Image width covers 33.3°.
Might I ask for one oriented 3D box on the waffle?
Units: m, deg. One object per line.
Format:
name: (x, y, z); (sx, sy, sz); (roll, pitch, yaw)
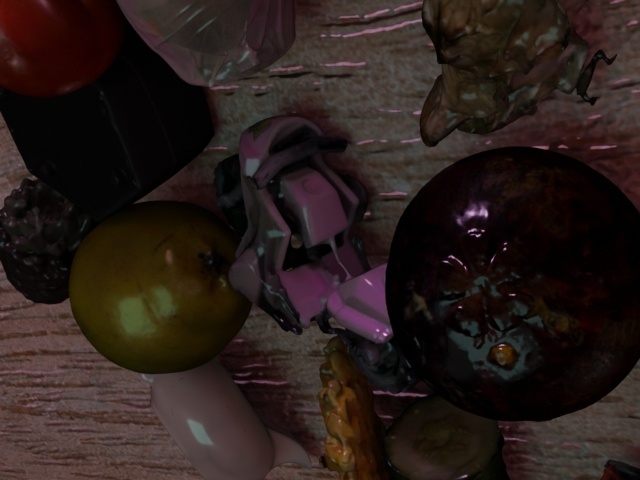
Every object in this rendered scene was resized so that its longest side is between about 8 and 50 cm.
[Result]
waffle: (0.043, 0.247, 1.178); (0.060, 0.262, 0.280); (-12, 80, 11)

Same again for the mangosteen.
mangosteen: (0.180, 0.047, 0.931); (0.231, 0.231, 0.289); (24, 175, 26)

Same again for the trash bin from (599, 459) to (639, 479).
trash bin: (0.334, 0.353, 1.071); (0.185, 0.161, 0.238); (26, 141, 24)

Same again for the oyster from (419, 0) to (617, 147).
oyster: (0.154, -0.173, 0.774); (0.133, 0.198, 0.337); (41, 161, 15)

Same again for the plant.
plant: (-0.358, -0.009, 1.412); (0.129, 0.132, 0.194); (35, 145, 9)

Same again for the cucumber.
cucumber: (0.160, 0.292, 1.202); (0.134, 0.134, 0.244); (12, 134, 36)

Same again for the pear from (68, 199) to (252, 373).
pear: (-0.186, 0.054, 1.247); (0.269, 0.212, 0.212); (-18, 110, 54)

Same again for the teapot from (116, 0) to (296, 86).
teapot: (-0.122, -0.231, 0.973); (0.222, 0.163, 0.178); (11, 134, 38)

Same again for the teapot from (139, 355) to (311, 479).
teapot: (-0.137, 0.215, 1.400); (0.298, 0.139, 0.204); (57, 173, -17)

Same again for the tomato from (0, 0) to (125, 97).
tomato: (-0.268, -0.226, 0.988); (0.136, 0.195, 0.195); (-11, 116, 32)

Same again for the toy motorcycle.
toy motorcycle: (0.000, 0.000, 1.069); (0.327, 0.143, 0.188); (46, 143, 27)

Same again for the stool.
stool: (-0.239, -0.144, 1.172); (0.232, 0.141, 0.232); (25, 138, 25)
